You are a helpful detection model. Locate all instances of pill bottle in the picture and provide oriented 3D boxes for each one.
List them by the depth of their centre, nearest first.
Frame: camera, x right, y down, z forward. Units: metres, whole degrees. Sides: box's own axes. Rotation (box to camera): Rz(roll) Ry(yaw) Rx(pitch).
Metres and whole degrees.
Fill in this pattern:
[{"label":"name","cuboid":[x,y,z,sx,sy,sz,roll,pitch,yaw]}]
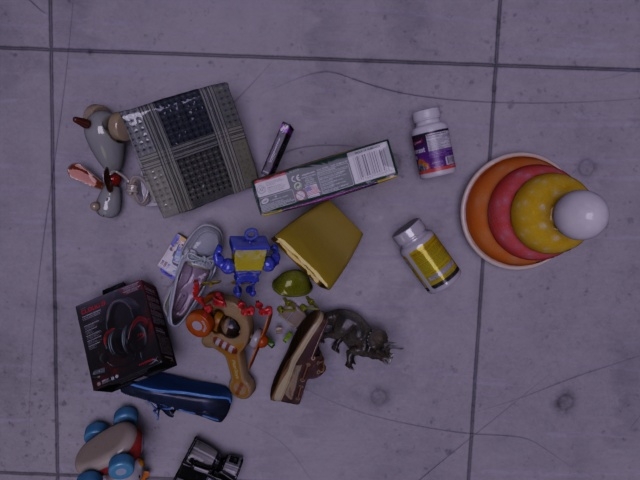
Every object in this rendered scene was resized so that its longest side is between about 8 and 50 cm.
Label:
[{"label":"pill bottle","cuboid":[0.327,-0.284,1.581,0.107,0.108,0.194,-13,95,1]},{"label":"pill bottle","cuboid":[0.314,0.044,1.609,0.119,0.119,0.209,-36,95,4]}]

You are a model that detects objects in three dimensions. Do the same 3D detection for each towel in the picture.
[{"label":"towel","cuboid":[-0.361,-0.253,1.534,0.311,0.056,0.325,-21,114,-13]}]

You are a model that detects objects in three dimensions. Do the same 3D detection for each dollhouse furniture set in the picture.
[{"label":"dollhouse furniture set","cuboid":[-0.113,0.267,1.682,0.076,0.058,0.152,38,75,4]}]

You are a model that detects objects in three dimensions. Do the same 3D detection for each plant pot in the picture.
[{"label":"plant pot","cuboid":[0.000,0.000,1.572,0.212,0.212,0.187,44,84,-4]}]

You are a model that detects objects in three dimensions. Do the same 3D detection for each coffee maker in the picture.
[{"label":"coffee maker","cuboid":[-0.352,0.727,1.695,0.178,0.120,0.171,27,118,-1]}]

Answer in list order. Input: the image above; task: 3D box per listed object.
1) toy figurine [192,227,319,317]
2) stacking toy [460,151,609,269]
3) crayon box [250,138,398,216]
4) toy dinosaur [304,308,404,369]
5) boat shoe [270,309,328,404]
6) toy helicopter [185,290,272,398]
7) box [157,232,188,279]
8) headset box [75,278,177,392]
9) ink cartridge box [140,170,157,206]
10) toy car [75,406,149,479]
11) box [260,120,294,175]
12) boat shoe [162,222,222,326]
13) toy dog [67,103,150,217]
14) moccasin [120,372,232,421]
[{"label":"toy figurine","cuboid":[-0.171,0.072,1.521,0.362,0.191,0.218,0,114,-18]},{"label":"stacking toy","cuboid":[0.589,-0.066,1.416,0.350,0.480,0.351,0,96,1]},{"label":"crayon box","cuboid":[0.011,-0.168,1.491,0.362,0.313,0.106,-16,95,2]},{"label":"toy dinosaur","cuboid":[0.093,0.285,1.648,0.313,0.121,0.160,38,97,21]},{"label":"boat shoe","cuboid":[-0.039,0.362,1.627,0.123,0.123,0.342,22,110,-9]},{"label":"toy helicopter","cuboid":[-0.246,0.325,1.629,0.234,0.140,0.356,-2,112,18]},{"label":"box","cuboid":[-0.439,0.054,1.659,0.081,0.028,0.136,32,93,-4]},{"label":"headset box","cuboid":[-0.579,0.269,1.597,0.217,0.110,0.294,-22,70,1]},{"label":"ink cartridge box","cuboid":[-0.452,-0.162,1.619,0.150,0.063,0.110,-5,96,1]},{"label":"toy car","cuboid":[-0.603,0.688,1.667,0.210,0.219,0.238,-29,124,2]},{"label":"box","cuboid":[-0.126,-0.264,1.581,0.029,0.116,0.162,23,95,0]},{"label":"boat shoe","cuboid":[-0.378,0.103,1.610,0.118,0.103,0.321,25,98,-26]},{"label":"toy dog","cuboid":[-0.636,-0.234,1.548,0.220,0.161,0.334,-9,92,33]},{"label":"moccasin","cuboid":[-0.448,0.493,1.651,0.341,0.138,0.117,13,100,0]}]
